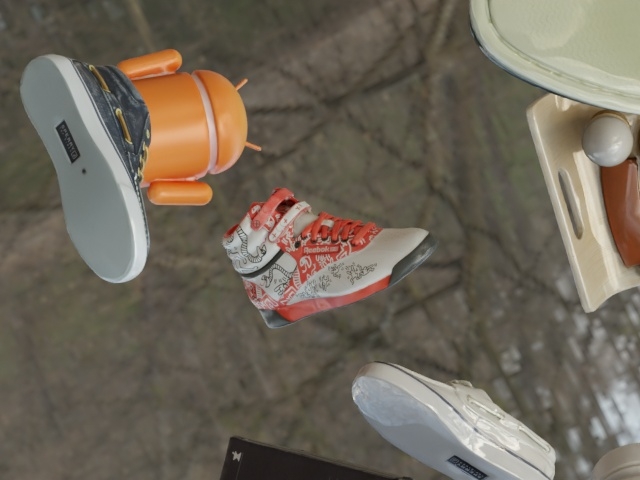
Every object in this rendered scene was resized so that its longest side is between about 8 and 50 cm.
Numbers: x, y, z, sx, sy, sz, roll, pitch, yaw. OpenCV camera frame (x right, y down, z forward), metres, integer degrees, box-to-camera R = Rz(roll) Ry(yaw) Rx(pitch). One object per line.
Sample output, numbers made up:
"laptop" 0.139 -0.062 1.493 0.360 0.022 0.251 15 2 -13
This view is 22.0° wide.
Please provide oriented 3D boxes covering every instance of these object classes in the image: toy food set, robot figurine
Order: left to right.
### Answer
"robot figurine" -0.179 -0.126 1.904 0.219 0.158 0.128 -12 134 -18
"toy food set" 0.372 -0.068 1.572 0.306 0.220 0.092 -14 -166 18

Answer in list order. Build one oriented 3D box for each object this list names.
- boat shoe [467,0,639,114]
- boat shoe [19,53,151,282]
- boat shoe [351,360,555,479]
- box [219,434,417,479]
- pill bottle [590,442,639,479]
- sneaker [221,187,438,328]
"boat shoe" 0.240 -0.136 1.049 0.340 0.127 0.113 -8 176 -17
"boat shoe" -0.152 -0.057 1.221 0.065 0.183 0.083 -32 163 34
"boat shoe" 0.153 0.198 1.810 0.096 0.267 0.088 -43 -160 49
"box" 0.010 0.441 2.017 0.312 0.343 0.179 8 171 45
"pill bottle" 0.420 0.401 2.088 0.160 0.160 0.283 -26 -149 21
"sneaker" -0.001 0.001 1.876 0.270 0.145 0.090 -23 -168 43
